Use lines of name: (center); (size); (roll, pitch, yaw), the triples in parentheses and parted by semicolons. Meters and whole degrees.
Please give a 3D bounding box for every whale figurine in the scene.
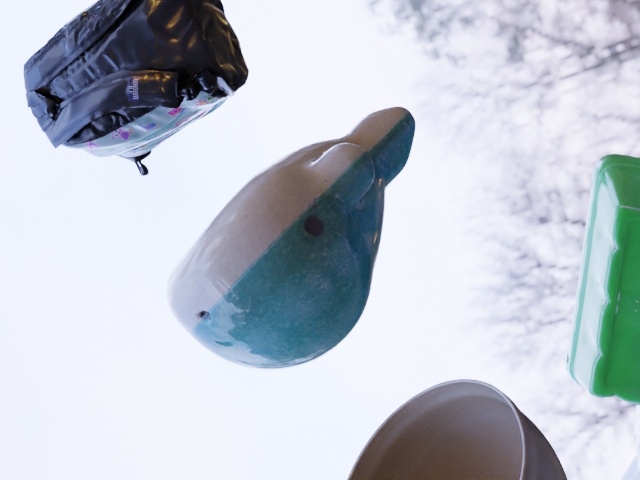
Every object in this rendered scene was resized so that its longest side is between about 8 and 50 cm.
whale figurine: (0.000, 0.000, 1.284); (0.141, 0.216, 0.272); (46, -131, 2)

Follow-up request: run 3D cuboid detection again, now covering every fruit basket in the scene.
fruit basket: (0.351, 0.023, 1.567); (0.353, 0.165, 0.327); (-35, -48, -69)

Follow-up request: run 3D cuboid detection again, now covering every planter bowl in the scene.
planter bowl: (0.105, 0.189, 1.048); (0.109, 0.162, 0.162); (36, -134, -31)

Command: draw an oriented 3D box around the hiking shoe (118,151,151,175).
hiking shoe: (-0.198, -0.195, 1.923); (0.114, 0.227, 0.086); (34, -156, 13)

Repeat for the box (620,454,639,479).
box: (0.485, 0.324, 1.935); (0.183, 0.296, 0.294); (32, 179, 0)

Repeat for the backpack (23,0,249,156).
backpack: (-0.158, -0.141, 1.332); (0.115, 0.182, 0.152); (19, -135, -58)
